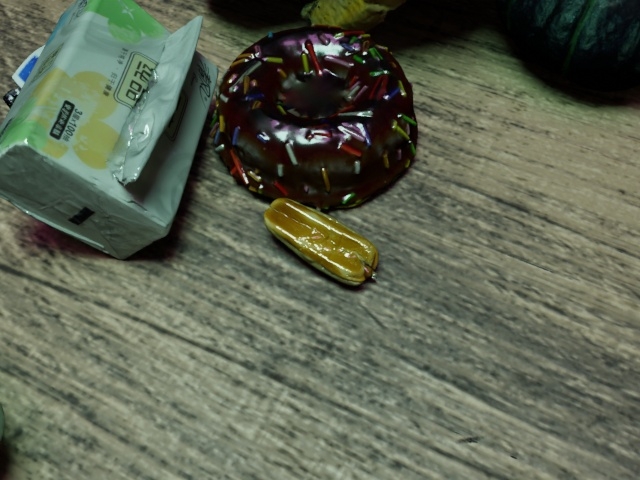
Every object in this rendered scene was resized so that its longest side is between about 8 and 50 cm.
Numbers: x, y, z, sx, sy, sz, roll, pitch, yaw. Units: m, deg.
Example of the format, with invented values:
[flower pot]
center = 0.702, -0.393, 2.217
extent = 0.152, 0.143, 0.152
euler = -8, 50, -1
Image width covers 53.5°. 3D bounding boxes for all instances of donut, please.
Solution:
[donut]
center = -0.007, -0.143, 0.685
extent = 0.235, 0.089, 0.235
euler = 0, 58, 0

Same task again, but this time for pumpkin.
[pumpkin]
center = 0.329, -0.307, 0.695
extent = 0.248, 0.248, 0.248
euler = -1, 56, 1

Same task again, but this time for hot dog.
[hot dog]
center = 0.000, 0.000, 0.621
extent = 0.133, 0.041, 0.056
euler = 32, 70, 14

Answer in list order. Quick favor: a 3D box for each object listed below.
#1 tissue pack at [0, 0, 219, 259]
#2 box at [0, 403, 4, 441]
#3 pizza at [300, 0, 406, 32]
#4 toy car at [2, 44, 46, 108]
[tissue pack]
center = -0.188, -0.128, 0.611
extent = 0.145, 0.159, 0.229
euler = -24, 44, 37
[box]
center = -0.476, 0.153, 0.440
extent = 0.367, 0.090, 0.373
euler = 32, 61, 22
[pizza]
center = 0.148, -0.363, 0.739
extent = 0.392, 0.435, 0.080
euler = -39, 102, -2
[toy car]
center = -0.281, -0.194, 0.735
extent = 0.171, 0.070, 0.080
euler = -38, 64, -23
